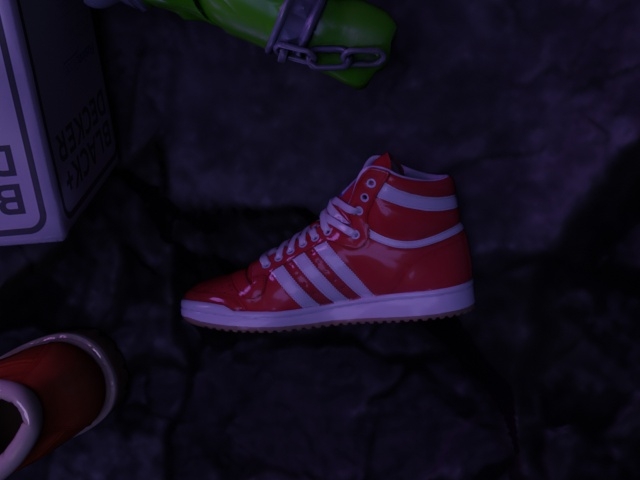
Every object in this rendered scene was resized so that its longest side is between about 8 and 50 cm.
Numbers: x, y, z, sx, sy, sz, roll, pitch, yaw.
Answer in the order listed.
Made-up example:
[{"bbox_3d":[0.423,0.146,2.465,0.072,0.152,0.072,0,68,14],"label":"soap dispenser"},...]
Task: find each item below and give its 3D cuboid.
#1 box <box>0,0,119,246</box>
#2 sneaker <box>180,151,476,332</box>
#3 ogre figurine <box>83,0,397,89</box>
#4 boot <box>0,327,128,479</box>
[{"bbox_3d":[-0.184,-0.139,0.389,0.169,0.087,0.290,-4,114,5],"label":"box"},{"bbox_3d":[0.000,0.000,0.443,0.118,0.042,0.067,-5,101,4],"label":"sneaker"},{"bbox_3d":[-0.034,-0.155,0.406,0.118,0.097,0.197,-5,113,-6],"label":"ogre figurine"},{"bbox_3d":[-0.165,0.090,0.469,0.158,0.084,0.059,-30,93,15],"label":"boot"}]
